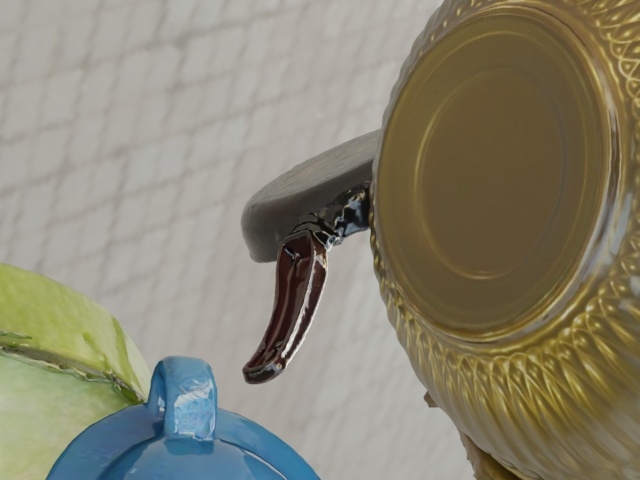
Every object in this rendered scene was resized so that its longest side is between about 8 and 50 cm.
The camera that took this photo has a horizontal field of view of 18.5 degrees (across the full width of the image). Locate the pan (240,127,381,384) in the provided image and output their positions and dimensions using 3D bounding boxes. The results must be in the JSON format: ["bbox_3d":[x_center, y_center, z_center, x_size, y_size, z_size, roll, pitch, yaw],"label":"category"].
[{"bbox_3d":[-0.002,-0.002,0.891,0.040,0.115,0.212,62,29,-17],"label":"pan"}]

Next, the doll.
[{"bbox_3d":[-0.065,0.203,0.706,0.145,0.199,0.363,-3,116,-21],"label":"doll"}]

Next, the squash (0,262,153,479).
[{"bbox_3d":[-0.154,0.076,0.750,0.220,0.220,0.133,94,-11,-48],"label":"squash"}]

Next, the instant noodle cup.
[{"bbox_3d":[0.094,-0.022,0.742,0.090,0.274,0.274,9,111,-40],"label":"instant noodle cup"}]
